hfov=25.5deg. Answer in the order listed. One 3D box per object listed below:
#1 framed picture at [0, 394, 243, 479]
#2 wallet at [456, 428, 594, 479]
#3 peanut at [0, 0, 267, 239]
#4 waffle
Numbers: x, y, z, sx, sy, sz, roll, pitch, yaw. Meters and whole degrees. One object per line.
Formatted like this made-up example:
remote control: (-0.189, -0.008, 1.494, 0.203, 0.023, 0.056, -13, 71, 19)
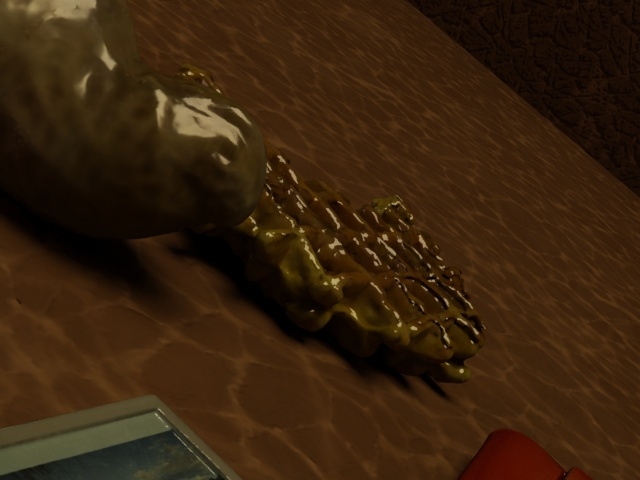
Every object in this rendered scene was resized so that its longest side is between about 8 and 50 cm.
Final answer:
framed picture: (-0.076, 0.129, 0.600, 0.150, 0.015, 0.203, 42, 17, 18)
wallet: (0.137, 0.184, 0.830, 0.142, 0.045, 0.204, 40, 17, 9)
peanut: (-0.147, -0.083, 0.828, 0.253, 0.137, 0.122, 39, 18, 1)
waffle: (0.000, 0.000, 1.027, 0.293, 0.069, 0.260, 30, 20, -29)
